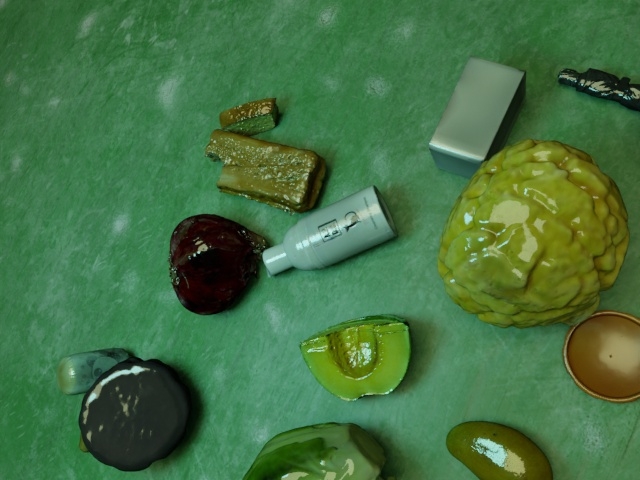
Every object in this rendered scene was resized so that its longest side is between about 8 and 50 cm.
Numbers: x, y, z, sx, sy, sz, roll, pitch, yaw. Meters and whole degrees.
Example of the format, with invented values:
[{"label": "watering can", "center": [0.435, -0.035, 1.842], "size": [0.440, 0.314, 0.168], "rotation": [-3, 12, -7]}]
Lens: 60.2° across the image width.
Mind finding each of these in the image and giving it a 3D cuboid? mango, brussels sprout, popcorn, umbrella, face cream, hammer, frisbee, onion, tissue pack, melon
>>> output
[{"label": "mango", "center": [0.377, 0.459, 1.173], "size": [0.227, 0.099, 0.136], "rotation": [19, 91, 33]}, {"label": "brussels sprout", "center": [-0.025, 0.566, 1.203], "size": [0.315, 0.276, 0.371], "rotation": [32, 89, 22]}, {"label": "popcorn", "center": [0.427, 0.002, 1.122], "size": [0.344, 0.354, 0.390], "rotation": [33, 134, 25]}, {"label": "umbrella", "center": [0.669, -0.351, 1.283], "size": [0.235, 0.059, 0.066], "rotation": [25, 70, 24]}, {"label": "face cream", "center": [0.000, 0.000, 1.409], "size": [0.369, 0.145, 0.145], "rotation": [-25, 69, 14]}, {"label": "hammer", "center": [-0.643, 0.456, 1.547], "size": [0.113, 0.202, 0.305], "rotation": [18, 101, 41]}, {"label": "frisbee", "center": [0.613, 0.243, 1.163], "size": [0.192, 0.035, 0.192], "rotation": [-5, 74, 19]}, {"label": "onion", "center": [-0.293, 0.067, 1.477], "size": [0.221, 0.281, 0.281], "rotation": [5, 74, 67]}, {"label": "tissue pack", "center": [0.382, -0.286, 1.326], "size": [0.136, 0.159, 0.246], "rotation": [23, 85, 23]}, {"label": "melon", "center": [0.103, 0.278, 1.319], "size": [0.265, 0.129, 0.169], "rotation": [-14, 94, 15]}]

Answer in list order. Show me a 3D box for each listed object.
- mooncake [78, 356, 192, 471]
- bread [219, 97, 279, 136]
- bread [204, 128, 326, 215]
[{"label": "mooncake", "center": [-0.479, 0.450, 1.452], "size": [0.283, 0.141, 0.283], "rotation": [1, 81, -6]}, {"label": "bread", "center": [-0.199, -0.356, 1.603], "size": [0.187, 0.103, 0.065], "rotation": [-12, 72, 17]}, {"label": "bread", "center": [-0.170, -0.193, 1.549], "size": [0.380, 0.109, 0.185], "rotation": [18, 88, 26]}]
